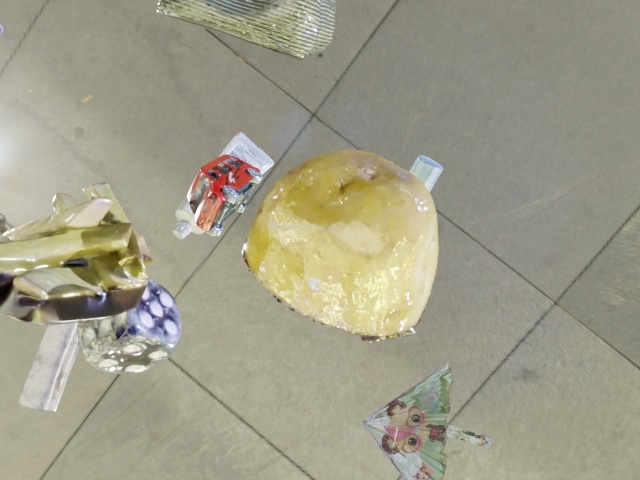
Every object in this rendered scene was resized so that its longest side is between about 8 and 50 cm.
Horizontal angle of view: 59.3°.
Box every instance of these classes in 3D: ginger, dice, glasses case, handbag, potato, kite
[{"bbox_3d":[-0.483,-0.009,1.015,0.358,0.413,0.211,14,94,-2],"label":"ginger"},{"bbox_3d":[-0.458,0.205,1.355,0.182,0.183,0.181,-32,55,17],"label":"dice"},{"bbox_3d":[-0.802,0.361,1.697,0.114,0.060,0.299,20,89,-22],"label":"glasses case"},{"bbox_3d":[-0.124,-0.508,1.081,0.340,0.247,0.240,18,110,2],"label":"handbag"},{"bbox_3d":[0.041,-0.012,0.772,0.285,0.242,0.243,36,99,22],"label":"potato"},{"bbox_3d":[0.216,0.398,1.168,0.267,0.013,0.323,2,54,15],"label":"kite"}]

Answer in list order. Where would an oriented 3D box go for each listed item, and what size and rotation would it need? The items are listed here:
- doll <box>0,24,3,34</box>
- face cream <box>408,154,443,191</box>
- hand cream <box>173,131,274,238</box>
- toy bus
[{"bbox_3d":[-0.606,-0.305,0.887,0.205,0.067,0.110,-27,132,-18],"label":"doll"},{"bbox_3d":[0.236,-0.104,1.518,0.077,0.077,0.250,31,114,5],"label":"face cream"},{"bbox_3d":[-0.248,-0.129,1.384,0.124,0.078,0.341,40,56,-8],"label":"hand cream"},{"bbox_3d":[-0.169,-0.084,0.953,0.089,0.195,0.081,31,114,-1],"label":"toy bus"}]
